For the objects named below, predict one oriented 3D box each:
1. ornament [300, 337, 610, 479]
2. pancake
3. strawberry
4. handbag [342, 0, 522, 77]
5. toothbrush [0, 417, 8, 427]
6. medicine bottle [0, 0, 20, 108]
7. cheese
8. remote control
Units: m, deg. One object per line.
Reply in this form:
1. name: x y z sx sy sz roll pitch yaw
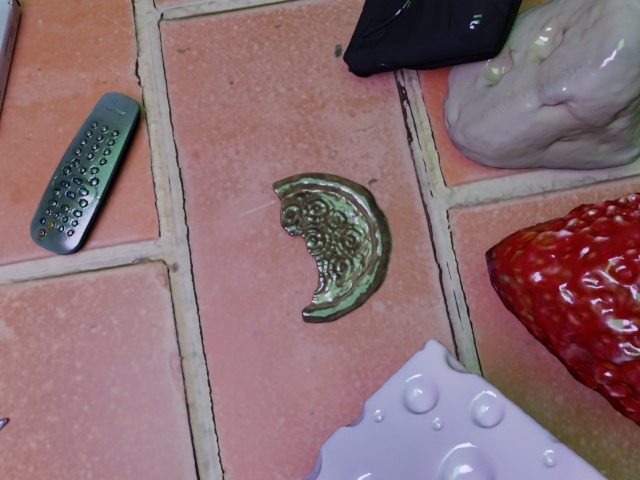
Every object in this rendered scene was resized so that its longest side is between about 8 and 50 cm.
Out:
1. ornament: 0.131 0.289 0.596 0.240 0.239 0.239 -43 44 -9
2. pancake: 0.000 0.000 0.818 0.190 0.020 0.184 39 81 8
3. strawberry: 0.364 0.080 0.683 0.309 0.291 0.292 -21 77 21
4. handbag: 0.157 -0.336 0.810 0.088 0.244 0.275 26 76 -40
5. toothbrush: -0.455 0.266 0.756 0.193 0.019 0.013 -33 79 -9
6. medicine bottle: -0.500 -0.237 0.853 0.171 0.052 0.201 6 79 1
7. cheese: 0.268 -0.192 0.770 0.247 0.251 0.174 -2 76 15
8. remote control: -0.296 -0.087 0.824 0.072 0.042 0.222 22 79 5
